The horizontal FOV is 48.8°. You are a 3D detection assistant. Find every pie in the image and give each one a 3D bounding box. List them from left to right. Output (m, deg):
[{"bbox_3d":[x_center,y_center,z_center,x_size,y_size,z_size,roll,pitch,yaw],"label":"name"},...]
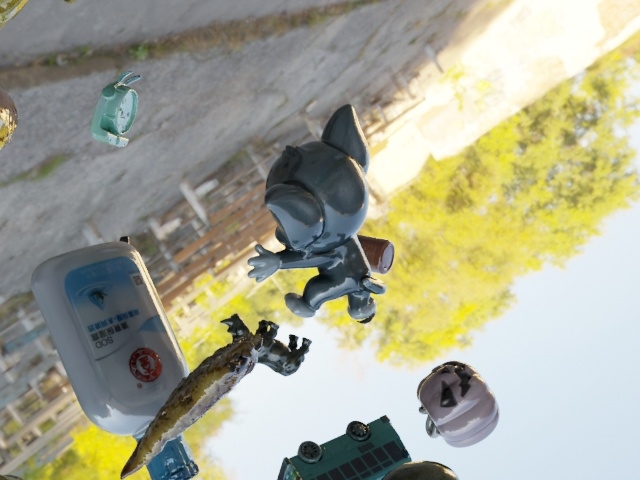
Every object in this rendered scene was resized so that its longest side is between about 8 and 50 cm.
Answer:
[{"bbox_3d":[-0.097,0.122,0.564,0.170,0.034,0.092,-44,-172,29],"label":"pie"}]

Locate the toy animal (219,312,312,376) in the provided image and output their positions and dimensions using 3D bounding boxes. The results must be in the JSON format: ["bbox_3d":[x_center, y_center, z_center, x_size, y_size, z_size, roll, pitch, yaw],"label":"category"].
[{"bbox_3d":[-0.081,0.142,0.986,0.047,0.136,0.065,-8,-125,61],"label":"toy animal"}]

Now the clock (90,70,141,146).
[{"bbox_3d":[-0.357,-0.235,1.243,0.101,0.041,0.135,-25,132,-83],"label":"clock"}]

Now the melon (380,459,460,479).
[{"bbox_3d":[0.162,0.436,1.193,0.167,0.114,0.114,-10,174,-20],"label":"melon"}]

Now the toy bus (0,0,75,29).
[{"bbox_3d":[-0.240,-0.351,0.697,0.121,0.123,0.335,5,-113,57],"label":"toy bus"}]

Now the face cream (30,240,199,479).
[{"bbox_3d":[-0.257,0.169,0.943,0.163,0.336,0.080,-17,168,-47],"label":"face cream"}]

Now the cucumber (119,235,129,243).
[{"bbox_3d":[-0.352,0.055,1.262,0.034,0.134,0.033,-9,151,-11],"label":"cucumber"}]

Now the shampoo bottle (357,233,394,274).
[{"bbox_3d":[0.049,0.020,1.630,0.244,0.085,0.085,9,-152,28],"label":"shampoo bottle"}]

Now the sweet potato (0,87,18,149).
[{"bbox_3d":[-0.214,-0.062,0.354,0.109,0.109,0.385,-36,-172,-10],"label":"sweet potato"}]

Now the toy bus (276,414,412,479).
[{"bbox_3d":[0.053,0.461,1.393,0.256,0.147,0.128,-14,137,-31],"label":"toy bus"}]

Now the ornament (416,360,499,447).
[{"bbox_3d":[0.281,0.347,1.483,0.177,0.177,0.177,-35,-177,2],"label":"ornament"}]

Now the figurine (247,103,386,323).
[{"bbox_3d":[0.004,0.003,0.839,0.140,0.265,0.193,-7,-154,48],"label":"figurine"}]

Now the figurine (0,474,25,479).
[{"bbox_3d":[-0.379,0.292,0.648,0.161,0.158,0.275,0,160,12],"label":"figurine"}]
